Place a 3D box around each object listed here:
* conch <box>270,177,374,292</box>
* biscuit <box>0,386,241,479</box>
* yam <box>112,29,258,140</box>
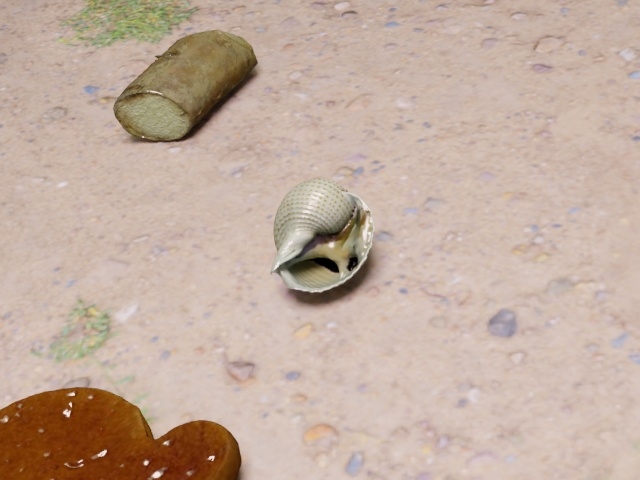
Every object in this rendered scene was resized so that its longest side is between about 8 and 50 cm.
[{"bbox_3d":[0.001,0.000,0.765,0.076,0.056,0.085,24,80,16],"label":"conch"},{"bbox_3d":[-0.127,0.159,0.616,0.236,0.039,0.180,26,54,39],"label":"biscuit"},{"bbox_3d":[-0.116,-0.143,0.964,0.069,0.070,0.146,12,46,28],"label":"yam"}]
